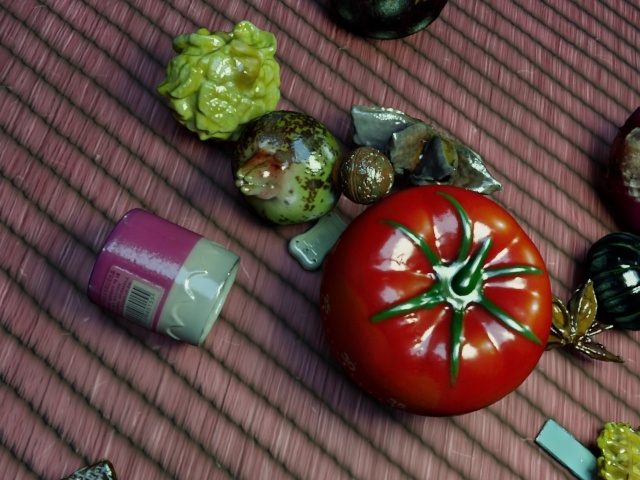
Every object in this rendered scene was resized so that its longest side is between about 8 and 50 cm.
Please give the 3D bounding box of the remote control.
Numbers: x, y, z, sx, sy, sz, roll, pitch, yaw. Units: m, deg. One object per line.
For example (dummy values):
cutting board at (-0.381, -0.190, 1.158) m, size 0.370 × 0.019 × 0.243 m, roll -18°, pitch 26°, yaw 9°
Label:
remote control at (0.000, 0.000, 1.186) m, size 0.122 × 0.032 × 0.074 m, roll -39°, pitch 80°, yaw -22°

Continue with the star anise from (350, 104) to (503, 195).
star anise at (0.184, -0.164, 1.188) m, size 0.332 × 0.332 × 0.117 m, roll 31°, pitch 102°, yaw 2°

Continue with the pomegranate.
pomegranate at (-0.076, -0.121, 1.112) m, size 0.214 × 0.214 × 0.248 m, roll 48°, pitch 33°, yaw 9°

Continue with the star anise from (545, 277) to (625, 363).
star anise at (0.462, 0.147, 1.174) m, size 0.212 × 0.053 × 0.157 m, roll 6°, pitch 99°, yaw 17°

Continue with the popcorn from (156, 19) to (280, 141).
popcorn at (-0.183, -0.298, 1.164) m, size 0.235 × 0.216 × 0.181 m, roll 7°, pitch 27°, yaw -38°

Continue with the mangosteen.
mangosteen at (0.152, -0.562, 1.334) m, size 0.288 × 0.288 × 0.288 m, roll 4°, pitch 67°, yaw -10°

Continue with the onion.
onion at (0.730, -0.102, 1.265) m, size 0.337 × 0.260 × 0.282 m, roll 28°, pitch 26°, yaw 10°

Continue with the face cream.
face cream at (-0.251, 0.062, 1.030) m, size 0.195 × 0.175 × 0.175 m, roll 25°, pitch 65°, yaw -2°

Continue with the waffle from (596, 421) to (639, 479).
waffle at (0.617, 0.449, 1.076) m, size 0.312 × 0.060 × 0.307 m, roll 8°, pitch 45°, yaw -22°

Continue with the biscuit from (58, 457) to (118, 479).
biscuit at (-0.290, 0.516, 0.893) m, size 0.107 × 0.073 × 0.388 m, roll -21°, pitch 73°, yaw -18°

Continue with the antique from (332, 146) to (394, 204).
antique at (0.077, -0.110, 1.068) m, size 0.104 × 0.104 × 0.104 m, roll 4°, pitch 67°, yaw -10°

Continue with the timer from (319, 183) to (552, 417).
timer at (0.186, 0.100, 1.051) m, size 0.378 × 0.279 × 0.378 m, roll 4°, pitch 71°, yaw -11°

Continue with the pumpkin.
pumpkin at (0.596, 0.078, 1.217) m, size 0.194 × 0.150 × 0.194 m, roll 4°, pitch 77°, yaw -16°

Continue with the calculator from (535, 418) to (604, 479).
calculator at (0.467, 0.395, 1.131) m, size 0.172 × 0.018 × 0.057 m, roll 40°, pitch 65°, yaw 6°
